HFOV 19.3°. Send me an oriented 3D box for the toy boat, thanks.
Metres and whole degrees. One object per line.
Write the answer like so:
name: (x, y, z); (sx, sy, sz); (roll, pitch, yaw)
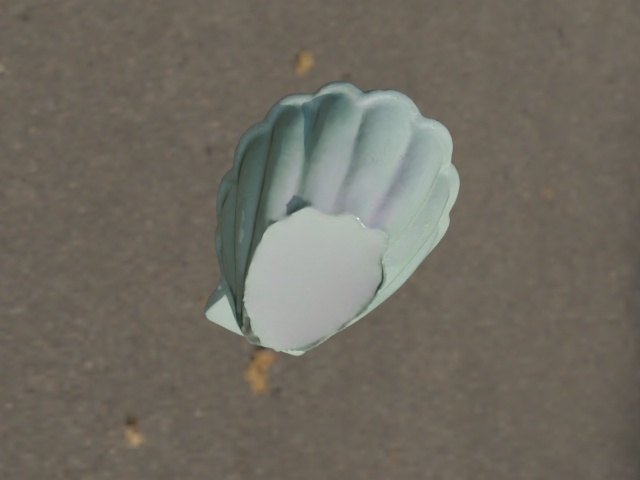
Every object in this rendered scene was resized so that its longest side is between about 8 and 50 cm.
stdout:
toy boat: (0.000, 0.000, 1.625); (0.199, 0.290, 0.100); (24, 37, -9)
